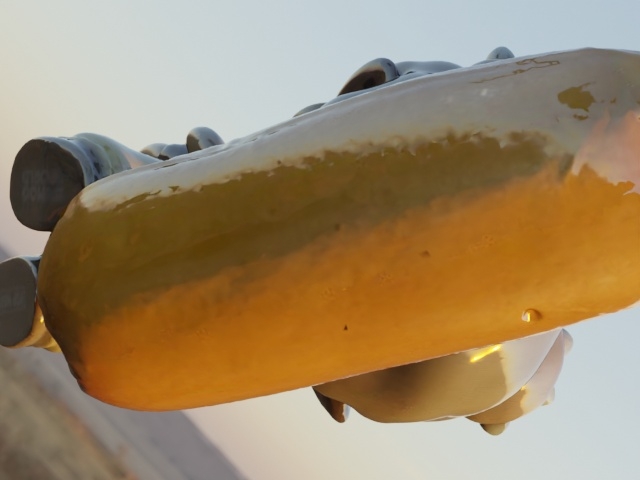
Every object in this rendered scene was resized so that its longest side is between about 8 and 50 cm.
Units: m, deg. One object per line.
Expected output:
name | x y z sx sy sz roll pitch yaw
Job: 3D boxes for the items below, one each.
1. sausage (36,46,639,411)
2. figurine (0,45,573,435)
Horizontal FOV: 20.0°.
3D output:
sausage | 0.038 -0.005 0.858 0.116 0.354 0.134 -40 112 -68
figurine | -0.001 0.000 1.068 0.203 0.381 0.248 -2 -92 60
